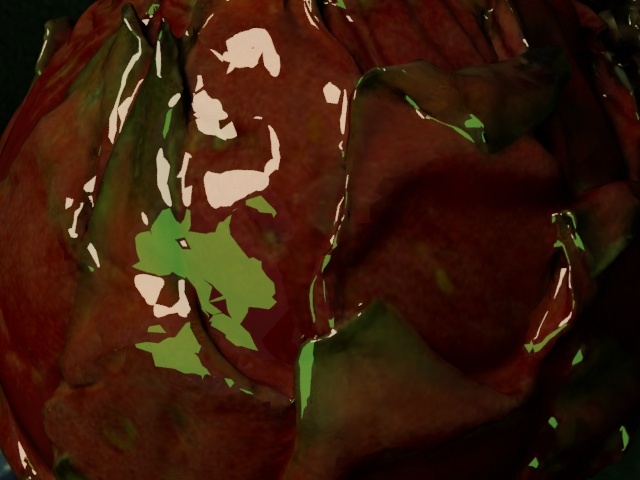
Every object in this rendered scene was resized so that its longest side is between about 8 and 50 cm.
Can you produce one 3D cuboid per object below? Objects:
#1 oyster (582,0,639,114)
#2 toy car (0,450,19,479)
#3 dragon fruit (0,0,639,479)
[{"bbox_3d":[0.149,-0.069,0.507,0.132,0.029,0.086,-23,89,39],"label":"oyster"},{"bbox_3d":[-0.172,0.039,0.689,0.158,0.172,0.235,-42,75,18],"label":"toy car"},{"bbox_3d":[0.000,0.000,0.507,0.244,0.244,0.299,13,110,31],"label":"dragon fruit"}]
